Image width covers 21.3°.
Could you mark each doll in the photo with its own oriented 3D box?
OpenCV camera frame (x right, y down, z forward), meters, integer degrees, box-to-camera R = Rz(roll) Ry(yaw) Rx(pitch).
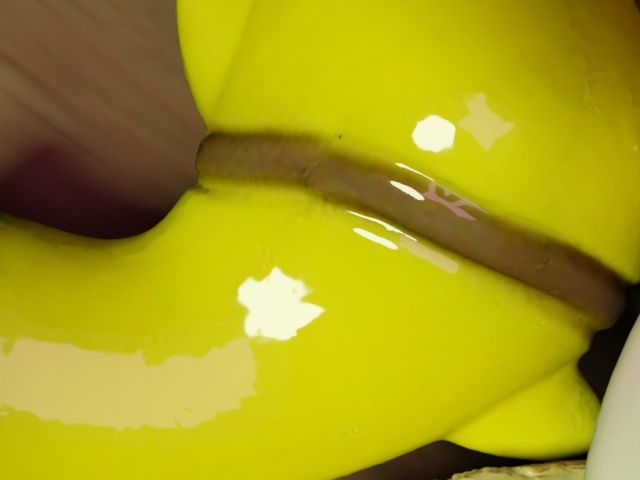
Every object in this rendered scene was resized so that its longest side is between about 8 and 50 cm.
[{"bbox_3d":[0.000,0.000,0.521,0.363,0.145,0.199,-29,91,-1],"label":"doll"}]

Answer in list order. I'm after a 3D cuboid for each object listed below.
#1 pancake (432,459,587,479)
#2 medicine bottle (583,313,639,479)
[{"bbox_3d":[0.049,0.111,0.561,0.152,0.025,0.151,-8,140,-7],"label":"pancake"},{"bbox_3d":[0.261,0.108,0.494,0.325,0.256,0.256,22,94,-39],"label":"medicine bottle"}]
